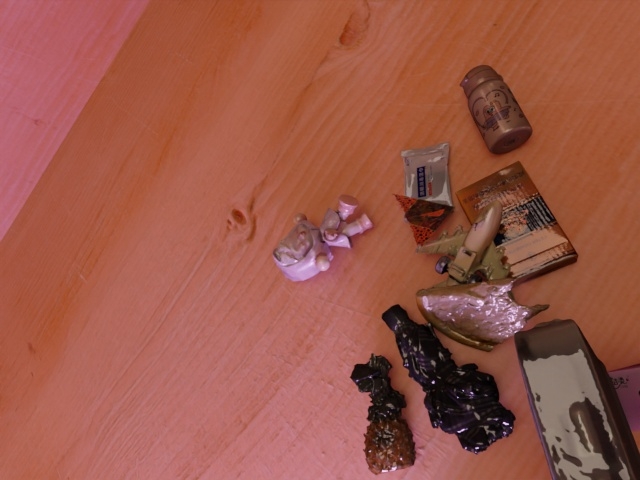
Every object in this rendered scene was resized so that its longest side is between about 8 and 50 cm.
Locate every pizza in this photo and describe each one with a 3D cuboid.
[{"bbox_3d":[0.319,0.149,0.814,0.262,0.181,0.034,-28,16,51],"label":"pizza"}]

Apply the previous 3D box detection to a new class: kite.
[{"bbox_3d":[0.253,-0.064,0.954,0.125,0.008,0.222,-12,41,1],"label":"kite"}]

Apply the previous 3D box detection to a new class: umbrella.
[{"bbox_3d":[0.253,0.260,0.853,0.154,0.128,0.337,-36,60,17],"label":"umbrella"}]

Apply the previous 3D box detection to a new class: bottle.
[{"bbox_3d":[0.406,-0.312,0.952,0.110,0.097,0.209,-8,67,-15],"label":"bottle"}]

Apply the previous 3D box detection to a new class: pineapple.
[{"bbox_3d":[0.134,0.366,0.887,0.111,0.119,0.237,-13,68,10],"label":"pineapple"}]

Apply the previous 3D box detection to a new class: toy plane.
[{"bbox_3d":[0.309,0.037,0.848,0.242,0.104,0.256,36,131,35],"label":"toy plane"}]

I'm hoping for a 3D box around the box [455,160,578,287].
[{"bbox_3d":[0.413,-0.032,0.883,0.152,0.070,0.237,-28,66,18],"label":"box"}]

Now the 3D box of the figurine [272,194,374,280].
[{"bbox_3d":[-0.001,0.001,1.057,0.276,0.133,0.200,-36,50,9],"label":"figurine"}]

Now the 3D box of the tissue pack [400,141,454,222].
[{"bbox_3d":[0.263,-0.145,1.016,0.122,0.026,0.193,-7,73,26],"label":"tissue pack"}]

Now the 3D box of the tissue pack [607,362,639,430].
[{"bbox_3d":[0.580,0.211,0.611,0.246,0.148,0.093,-5,67,-19],"label":"tissue pack"}]

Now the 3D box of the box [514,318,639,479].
[{"bbox_3d":[0.397,0.323,0.601,0.111,0.396,0.397,-18,69,24],"label":"box"}]
